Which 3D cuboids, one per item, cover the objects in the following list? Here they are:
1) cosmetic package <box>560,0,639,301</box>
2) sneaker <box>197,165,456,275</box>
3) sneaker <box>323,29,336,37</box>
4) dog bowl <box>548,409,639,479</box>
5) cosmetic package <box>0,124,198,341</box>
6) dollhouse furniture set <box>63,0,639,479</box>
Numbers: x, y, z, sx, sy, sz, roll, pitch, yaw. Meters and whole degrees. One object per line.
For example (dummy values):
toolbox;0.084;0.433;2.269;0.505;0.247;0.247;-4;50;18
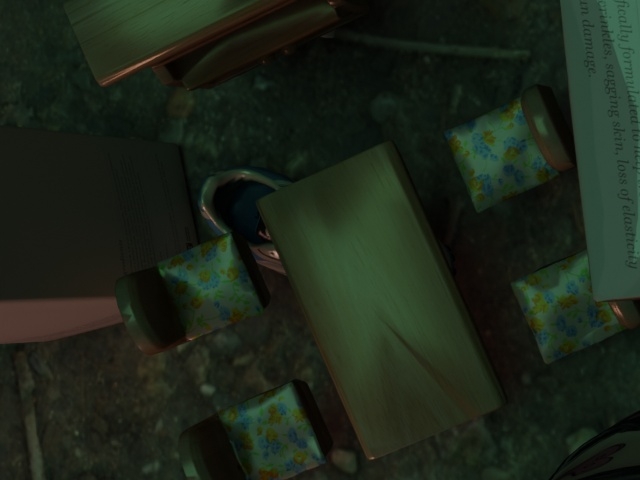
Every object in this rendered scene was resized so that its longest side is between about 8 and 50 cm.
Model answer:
cosmetic package;0.285;-0.075;1.172;0.156;0.385;0.217;-7;85;26
sneaker;0.000;0.000;1.553;0.237;0.086;0.085;19;95;25
sneaker;0.005;-0.296;1.558;0.323;0.130;0.236;-21;97;12
dog bowl;0.304;0.278;1.266;0.408;0.150;0.408;12;124;18
cosmetic package;-0.275;0.003;1.536;0.197;0.365;0.155;-15;82;25
dollhouse furniture set;0.002;-0.031;1.385;0.362;0.256;0.394;-24;88;13
